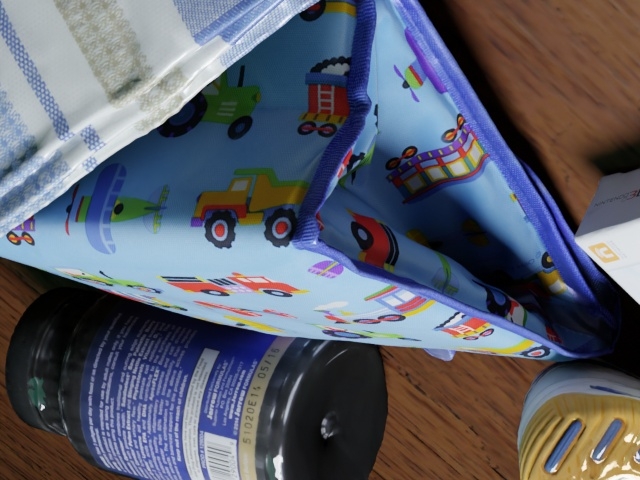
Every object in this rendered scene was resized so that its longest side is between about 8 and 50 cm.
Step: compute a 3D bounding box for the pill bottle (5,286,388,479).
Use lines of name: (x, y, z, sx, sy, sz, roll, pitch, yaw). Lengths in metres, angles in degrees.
pill bottle: (-0.080, 0.092, 1.142, 0.219, 0.122, 0.122, 11, 144, 32)

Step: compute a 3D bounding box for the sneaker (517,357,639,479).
sneaker: (0.230, 0.156, 0.975, 0.296, 0.112, 0.131, 40, -166, -8)

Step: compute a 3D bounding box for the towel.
towel: (-0.143, -0.115, 0.800, 0.285, 0.034, 0.209, -34, 82, 29)

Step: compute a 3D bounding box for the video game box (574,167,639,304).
video game box: (0.244, 0.030, 0.834, 0.205, 0.048, 0.187, 42, 151, -17)

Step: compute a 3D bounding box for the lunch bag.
lunch bag: (0.000, 0.000, 0.929, 0.221, 0.138, 0.293, 2, 157, 36)
